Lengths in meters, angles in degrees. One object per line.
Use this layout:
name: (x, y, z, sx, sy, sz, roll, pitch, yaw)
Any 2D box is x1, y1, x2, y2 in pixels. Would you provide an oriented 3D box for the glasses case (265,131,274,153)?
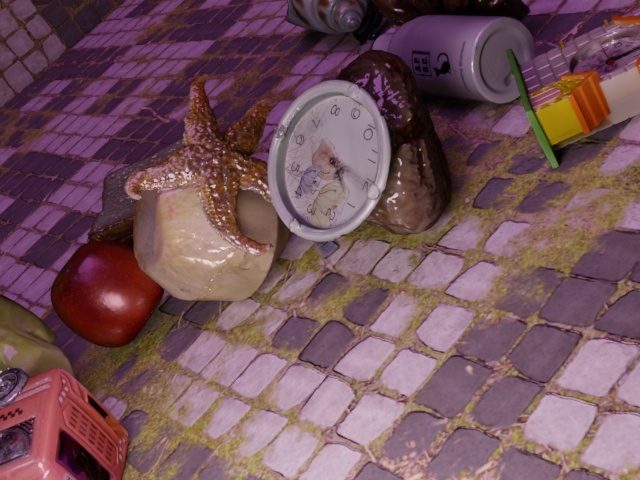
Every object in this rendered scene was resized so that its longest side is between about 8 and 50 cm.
glasses case: (-0.004, -0.170, 1.826, 0.113, 0.075, 0.297, -41, 31, -14)

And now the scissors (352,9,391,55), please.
scissors: (0.098, -0.419, 2.135, 0.109, 0.022, 0.300, -20, 31, 30)

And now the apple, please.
apple: (-0.363, 0.088, 1.706, 0.181, 0.168, 0.181, -48, 18, 20)

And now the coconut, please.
coconut: (-0.170, -0.016, 1.641, 0.259, 0.259, 0.259, -25, 31, 17)

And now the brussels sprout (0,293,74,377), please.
brussels sprout: (-0.584, 0.225, 1.643, 0.354, 0.281, 0.289, 0, 27, 23)

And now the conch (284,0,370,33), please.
conch: (0.014, -0.567, 2.260, 0.249, 0.197, 0.368, -58, 10, 32)

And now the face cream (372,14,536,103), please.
face cream: (0.205, -0.329, 1.778, 0.145, 0.145, 0.369, -45, 30, -17)

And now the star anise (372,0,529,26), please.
star anise: (0.243, -0.447, 1.854, 0.315, 0.315, 0.108, -6, 81, 41)

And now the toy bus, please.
toy bus: (-0.504, 0.367, 1.438, 0.427, 0.203, 0.233, -24, 36, 13)

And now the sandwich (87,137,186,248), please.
sandwich: (-0.336, -0.085, 2.025, 0.249, 0.095, 0.273, -24, 30, 11)

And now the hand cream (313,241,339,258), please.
hand cream: (0.000, 0.000, 1.638, 0.030, 0.019, 0.093, -37, 32, -4)

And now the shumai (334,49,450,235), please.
shumai: (0.039, -0.136, 1.562, 0.283, 0.217, 0.346, -18, 56, 18)

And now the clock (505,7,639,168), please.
clock: (0.425, -0.254, 1.486, 0.255, 0.106, 0.220, -25, 31, 17)

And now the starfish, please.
starfish: (-0.140, -0.126, 1.529, 0.060, 0.299, 0.302, 120, 157, -61)

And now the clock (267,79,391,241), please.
clock: (0.019, -0.114, 1.446, 0.236, 0.053, 0.236, -5, 82, 40)
